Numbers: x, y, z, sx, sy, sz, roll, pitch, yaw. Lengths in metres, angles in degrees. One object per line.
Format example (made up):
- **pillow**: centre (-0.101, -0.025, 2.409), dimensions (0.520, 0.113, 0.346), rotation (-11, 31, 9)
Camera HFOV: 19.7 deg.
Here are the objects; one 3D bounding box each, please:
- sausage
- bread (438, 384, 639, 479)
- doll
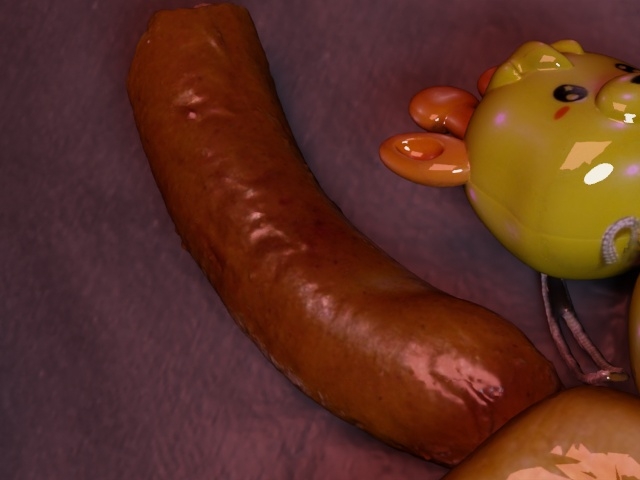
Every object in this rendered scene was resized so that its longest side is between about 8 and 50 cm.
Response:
- **sausage**: centre (-0.003, 0.004, 0.883), dimensions (0.103, 0.076, 0.302), rotation (-40, 61, 1)
- **bread**: centre (0.128, 0.249, 0.691), dimensions (0.337, 0.148, 0.328), rotation (31, 73, 24)
- **doll**: centre (0.132, -0.016, 0.834), dimensions (0.143, 0.135, 0.221), rotation (-24, 49, -31)
